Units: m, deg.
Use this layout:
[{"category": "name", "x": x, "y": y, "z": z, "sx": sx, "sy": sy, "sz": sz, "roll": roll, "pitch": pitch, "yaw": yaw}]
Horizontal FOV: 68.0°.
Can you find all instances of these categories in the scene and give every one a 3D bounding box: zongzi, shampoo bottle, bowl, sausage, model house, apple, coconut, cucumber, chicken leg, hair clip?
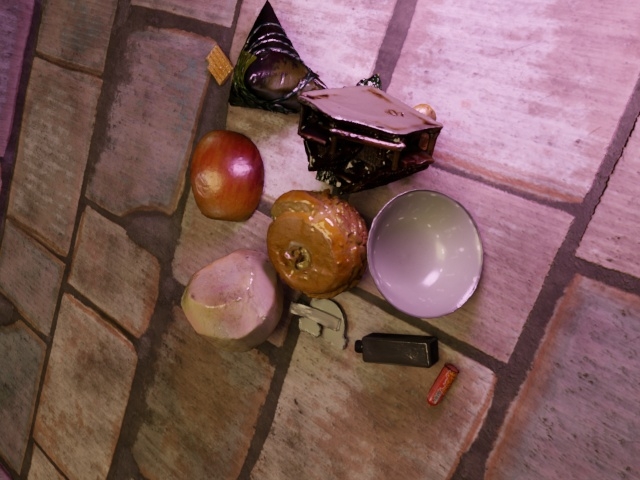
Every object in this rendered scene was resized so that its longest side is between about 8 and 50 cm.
[{"category": "zongzi", "x": -0.153, "y": -0.590, "z": 1.524, "sx": 0.383, "sy": 0.319, "sz": 0.362, "roll": 27, "pitch": 108, "yaw": 47}, {"category": "shampoo bottle", "x": 0.215, "y": 0.319, "z": 1.392, "sx": 0.246, "sy": 0.080, "sz": 0.079, "roll": -3, "pitch": 89, "yaw": 32}, {"category": "bowl", "x": 0.253, "y": 0.040, "z": 1.286, "sx": 0.157, "sy": 0.337, "sz": 0.337, "roll": 161, "pitch": 102, "yaw": -72}, {"category": "sausage", "x": 0.337, "y": 0.415, "z": 1.339, "sx": 0.048, "sy": 0.050, "sz": 0.145, "roll": 36, "pitch": 110, "yaw": 31}, {"category": "model house", "x": 0.105, "y": -0.228, "z": 1.279, "sx": 0.297, "sy": 0.317, "sz": 0.283, "roll": 53, "pitch": 146, "yaw": 34}, {"category": "apple", "x": -0.334, "y": -0.240, "z": 1.693, "sx": 0.179, "sy": 0.254, "sz": 0.346, "roll": 171, "pitch": 97, "yaw": -74}, {"category": "coconut", "x": -0.275, "y": 0.192, "z": 1.564, "sx": 0.352, "sy": 0.352, "sz": 0.353, "roll": 1, "pitch": 92, "yaw": 31}, {"category": "cucumber", "x": 0.089, "y": -0.337, "z": 1.445, "sx": 0.096, "sy": 0.096, "sz": 0.360, "roll": 29, "pitch": 106, "yaw": 28}, {"category": "chicken leg", "x": 0.274, "y": -0.286, "z": 1.347, "sx": 0.085, "sy": 0.101, "sz": 0.208, "roll": 29, "pitch": 126, "yaw": 31}, {"category": "hair clip", "x": 0.000, "y": 0.254, "z": 1.543, "sx": 0.220, "sy": 0.054, "sz": 0.140, "roll": 19, "pitch": 96, "yaw": 27}]

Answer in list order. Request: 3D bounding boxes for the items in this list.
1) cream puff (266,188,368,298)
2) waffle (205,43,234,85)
[{"category": "cream puff", "x": 0.000, "y": 0.000, "z": 1.414, "sx": 0.327, "sy": 0.231, "sz": 0.343, "roll": -24, "pitch": 95, "yaw": 44}, {"category": "waffle", "x": -0.379, "y": -0.654, "z": 1.769, "sx": 0.092, "sy": 0.021, "sz": 0.135, "roll": -45, "pitch": 69, "yaw": 24}]
